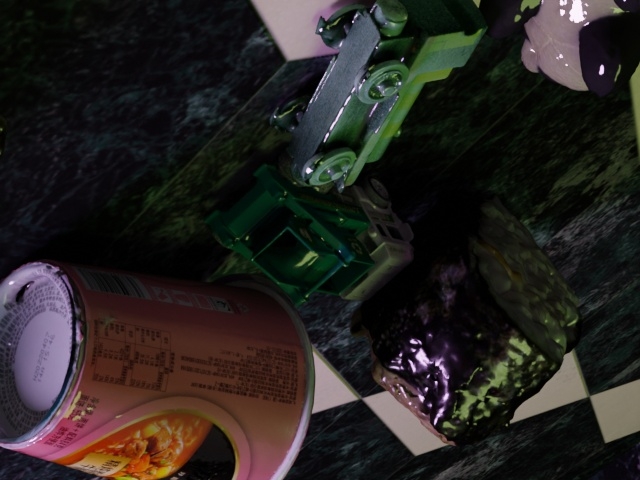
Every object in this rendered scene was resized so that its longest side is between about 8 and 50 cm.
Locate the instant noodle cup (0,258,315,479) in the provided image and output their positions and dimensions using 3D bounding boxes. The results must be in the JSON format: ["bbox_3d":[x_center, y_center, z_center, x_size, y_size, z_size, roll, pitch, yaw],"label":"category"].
[{"bbox_3d":[-0.170,0.121,1.261,0.255,0.244,0.244,18,129,-45],"label":"instant noodle cup"}]

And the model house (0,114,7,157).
[{"bbox_3d":[-0.295,-0.047,0.930,0.152,0.106,0.165,-35,158,15],"label":"model house"}]

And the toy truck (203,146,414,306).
[{"bbox_3d":[0.000,0.000,1.308,0.110,0.116,0.216,-41,152,22],"label":"toy truck"}]

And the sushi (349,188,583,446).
[{"bbox_3d":[0.152,0.078,1.441,0.171,0.211,0.350,-39,-174,19],"label":"sushi"}]

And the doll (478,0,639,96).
[{"bbox_3d":[0.221,-0.209,1.129,0.135,0.143,0.234,-38,155,-33],"label":"doll"}]

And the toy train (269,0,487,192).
[{"bbox_3d":[0.044,-0.124,1.171,0.132,0.083,0.200,-14,151,-36],"label":"toy train"}]
